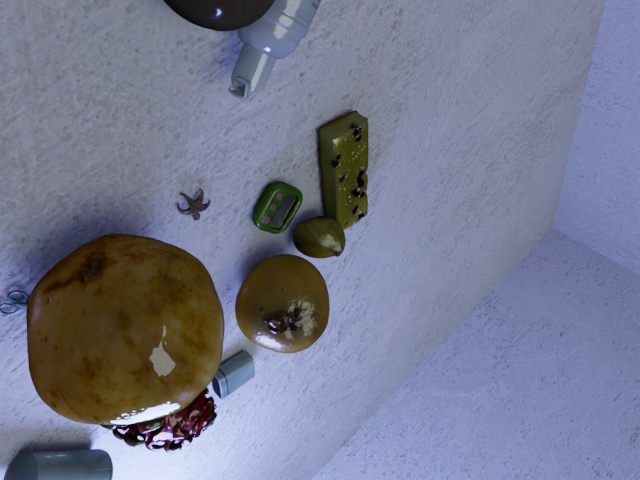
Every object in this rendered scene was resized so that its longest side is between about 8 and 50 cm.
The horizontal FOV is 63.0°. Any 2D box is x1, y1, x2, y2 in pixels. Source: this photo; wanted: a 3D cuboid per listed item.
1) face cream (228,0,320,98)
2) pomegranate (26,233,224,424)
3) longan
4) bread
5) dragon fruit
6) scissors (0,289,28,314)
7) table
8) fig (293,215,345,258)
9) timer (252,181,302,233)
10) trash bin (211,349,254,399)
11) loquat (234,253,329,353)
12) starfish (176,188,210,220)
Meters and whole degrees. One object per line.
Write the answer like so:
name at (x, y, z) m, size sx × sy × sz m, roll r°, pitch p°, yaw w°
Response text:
face cream at (-0.084, -0.452, 1.010) m, size 0.145 × 0.145 × 0.370 m, roll 5°, pitch 118°, yaw -52°
pomegranate at (-0.365, 0.190, 1.050) m, size 0.410 × 0.410 × 0.410 m, roll -31°, pitch 140°, yaw -29°
longan at (-0.171, -0.467, 0.833) m, size 0.248 × 0.248 × 0.248 m, roll -31°, pitch 140°, yaw -29°
bread at (0.072, -0.181, 1.497) m, size 0.138 × 0.077 × 0.361 m, roll -33°, pitch 142°, yaw -25°
dragon fruit at (-0.421, 0.476, 1.403) m, size 0.272 × 0.198 × 0.218 m, roll -33°, pitch 150°, yaw -25°
scissors at (-0.584, 0.136, 1.060) m, size 0.058 × 0.014 × 0.119 m, roll -53°, pitch 143°, yaw 3°
table at (-0.644, 0.587, 1.300) m, size 0.126 × 0.126 × 0.220 m, roll -54°, pitch 145°, yaw 1°
fig at (-0.004, -0.010, 1.518) m, size 0.136 × 0.153 × 0.121 m, roll 54°, pitch 34°, yaw -70°
timer at (-0.115, -0.087, 1.389) m, size 0.128 × 0.047 × 0.140 m, roll 17°, pitch 107°, yaw -53°
trash bin at (-0.276, 0.424, 1.650) m, size 0.130 × 0.059 × 0.116 m, roll -29°, pitch 142°, yaw -32°
loquat at (-0.104, 0.181, 1.442) m, size 0.275 × 0.275 × 0.275 m, roll -31°, pitch 140°, yaw -29°
starfish at (-0.289, -0.080, 1.205) m, size 0.091 × 0.028 × 0.078 m, roll -19°, pitch 132°, yaw -46°
